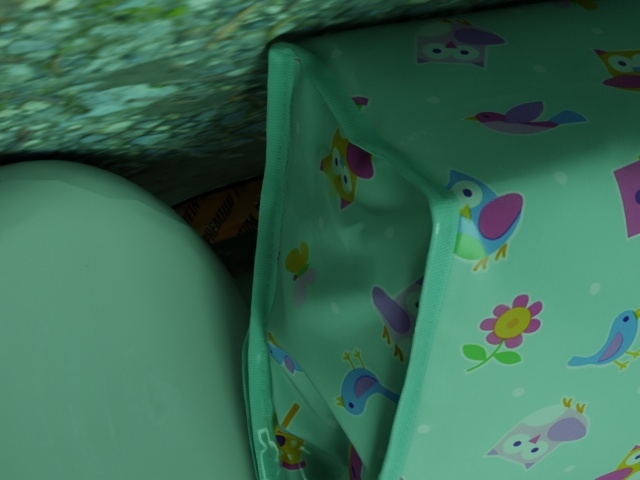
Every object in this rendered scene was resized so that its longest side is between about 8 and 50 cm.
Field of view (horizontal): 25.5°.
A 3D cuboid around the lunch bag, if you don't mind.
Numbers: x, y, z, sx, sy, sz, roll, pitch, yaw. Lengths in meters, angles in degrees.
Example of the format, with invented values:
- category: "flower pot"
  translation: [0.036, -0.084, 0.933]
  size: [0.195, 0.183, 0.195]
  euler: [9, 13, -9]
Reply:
- category: "lunch bag"
  translation: [0.087, 0.037, 0.620]
  size: [0.223, 0.160, 0.262]
  euler: [-13, 130, -25]

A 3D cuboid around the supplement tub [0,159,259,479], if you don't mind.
- category: "supplement tub"
  translation: [-0.207, 0.113, 0.701]
  size: [0.325, 0.235, 0.235]
  euler: [-19, 173, 35]

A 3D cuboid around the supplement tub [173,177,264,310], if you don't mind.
- category: "supplement tub"
  translation: [0.005, 0.121, 0.903]
  size: [0.193, 0.316, 0.193]
  euler: [-14, 174, -1]
